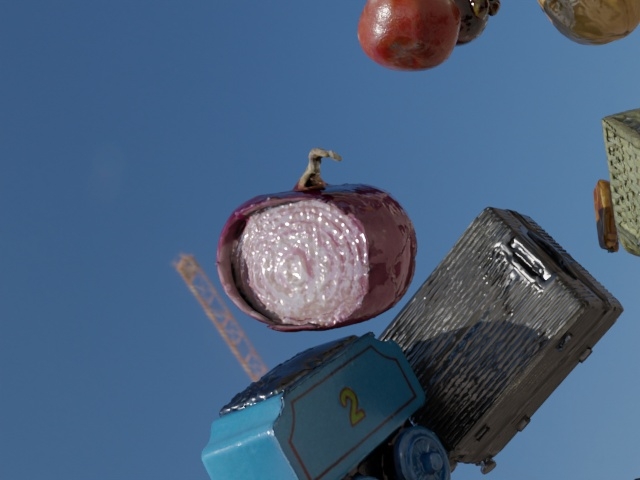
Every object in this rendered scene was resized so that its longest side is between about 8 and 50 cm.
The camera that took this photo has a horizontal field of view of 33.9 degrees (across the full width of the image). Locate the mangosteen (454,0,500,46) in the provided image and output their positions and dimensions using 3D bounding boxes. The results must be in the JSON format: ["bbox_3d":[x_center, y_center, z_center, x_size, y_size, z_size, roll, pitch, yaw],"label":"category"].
[{"bbox_3d":[0.227,-0.376,1.666,0.140,0.140,0.140,-28,-52,-43],"label":"mangosteen"}]

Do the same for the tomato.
[{"bbox_3d":[0.130,-0.298,1.528,0.069,0.155,0.155,-81,-21,-44],"label":"tomato"}]

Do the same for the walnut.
[{"bbox_3d":[0.414,-0.395,1.626,0.165,0.165,0.197,-15,-105,-49],"label":"walnut"}]

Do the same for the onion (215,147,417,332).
[{"bbox_3d":[0.003,0.014,1.131,0.207,0.200,0.200,-34,-31,19],"label":"onion"}]

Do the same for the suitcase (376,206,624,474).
[{"bbox_3d":[0.239,0.141,1.508,0.152,0.229,0.335,13,-60,-52],"label":"suitcase"}]

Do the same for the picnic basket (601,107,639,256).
[{"bbox_3d":[0.335,-0.020,0.851,0.134,0.196,0.154,-15,-65,-5],"label":"picnic basket"}]

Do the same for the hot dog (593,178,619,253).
[{"bbox_3d":[0.436,-0.039,1.590,0.049,0.037,0.122,66,-159,-70],"label":"hot dog"}]

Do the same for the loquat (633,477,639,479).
[{"bbox_3d":[0.337,0.180,0.754,0.213,0.213,0.213,-28,-52,-43],"label":"loquat"}]

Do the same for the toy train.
[{"bbox_3d":[0.012,0.273,1.349,0.300,0.188,0.265,-29,-88,-51],"label":"toy train"}]
